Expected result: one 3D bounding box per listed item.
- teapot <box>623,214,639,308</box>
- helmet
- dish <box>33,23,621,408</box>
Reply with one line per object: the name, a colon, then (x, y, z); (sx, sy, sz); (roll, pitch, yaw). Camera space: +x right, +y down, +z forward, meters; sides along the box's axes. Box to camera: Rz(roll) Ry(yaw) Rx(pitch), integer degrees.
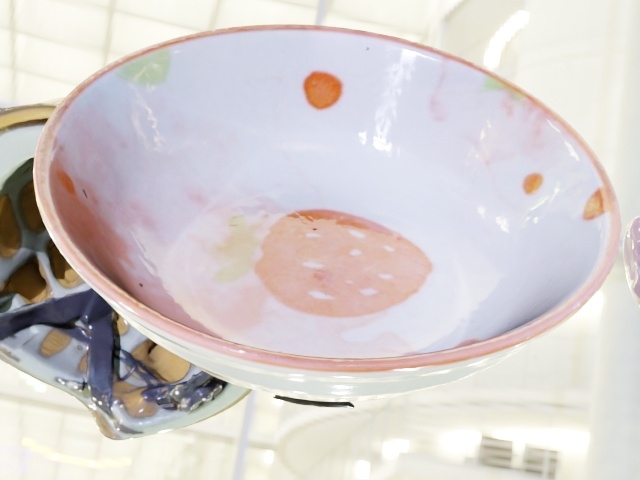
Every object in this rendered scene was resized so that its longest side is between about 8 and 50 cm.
teapot: (0.261, 0.021, 0.881); (0.146, 0.148, 0.116); (-16, -2, -12)
helmet: (-0.113, 0.002, 0.877); (0.224, 0.130, 0.198); (47, -59, -3)
dish: (0.000, 0.000, 0.668); (0.260, 0.260, 0.085); (9, -52, 2)
